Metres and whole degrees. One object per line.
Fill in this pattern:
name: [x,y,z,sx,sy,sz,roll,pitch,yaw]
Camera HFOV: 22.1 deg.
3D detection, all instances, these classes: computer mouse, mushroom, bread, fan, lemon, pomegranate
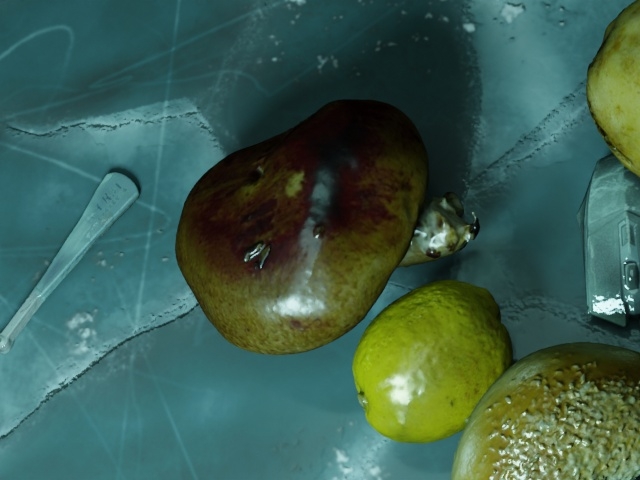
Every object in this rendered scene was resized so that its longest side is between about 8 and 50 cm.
computer mouse: [0.368,-0.003,1.955,0.126,0.071,0.231,-3,71,12]
mushroom: [0.000,0.000,1.968,0.345,0.259,0.345,-28,39,26]
bread: [0.274,0.219,1.820,0.314,0.171,0.192,-35,103,-6]
fan: [-0.337,0.028,2.133,0.057,0.023,0.282,35,80,20]
lemon: [0.132,0.141,1.907,0.207,0.170,0.170,-36,67,-9]
pomegranate: [0.436,-0.185,1.903,0.260,0.260,0.260,-4,70,11]
